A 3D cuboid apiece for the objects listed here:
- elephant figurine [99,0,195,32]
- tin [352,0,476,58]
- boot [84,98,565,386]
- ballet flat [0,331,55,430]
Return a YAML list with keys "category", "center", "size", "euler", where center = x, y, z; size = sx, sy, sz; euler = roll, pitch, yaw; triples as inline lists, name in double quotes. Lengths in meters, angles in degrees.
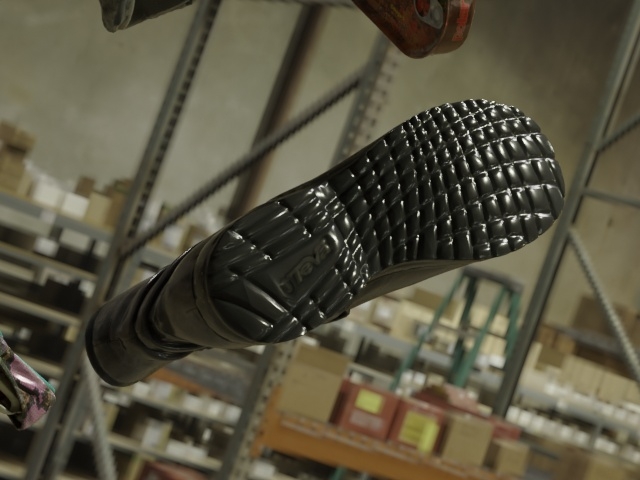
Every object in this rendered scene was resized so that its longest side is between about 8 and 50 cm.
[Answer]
- category: "elephant figurine"
  center: [-0.126, -0.229, 0.922]
  size: [0.169, 0.186, 0.239]
  euler: [20, 23, 19]
- category: "tin"
  center: [0.068, -0.225, 1.137]
  size: [0.040, 0.106, 0.189]
  euler: [-13, 42, -23]
- category: "boot"
  center: [0.000, 0.000, 1.017]
  size: [0.338, 0.118, 0.223]
  euler: [-18, -3, -34]
- category: "ballet flat"
  center: [-0.406, 0.145, 1.659]
  size: [0.077, 0.079, 0.221]
  euler: [-8, -52, 42]
